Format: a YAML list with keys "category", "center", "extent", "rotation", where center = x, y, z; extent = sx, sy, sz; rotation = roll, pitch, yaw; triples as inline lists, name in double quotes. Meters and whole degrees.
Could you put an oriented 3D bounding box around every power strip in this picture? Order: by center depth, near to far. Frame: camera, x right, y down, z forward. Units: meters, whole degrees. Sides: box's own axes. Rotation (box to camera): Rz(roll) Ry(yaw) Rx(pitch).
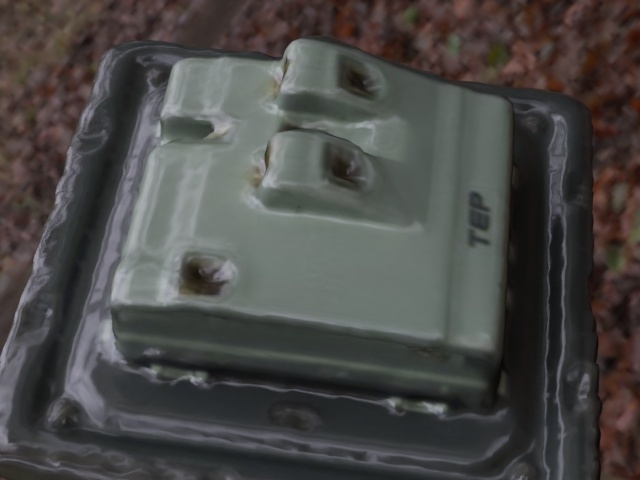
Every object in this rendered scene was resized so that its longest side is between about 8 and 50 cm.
- category: "power strip"
  center: [0.002, -0.001, 0.586]
  extent: [0.092, 0.251, 0.257]
  rotation: [106, 174, -51]
